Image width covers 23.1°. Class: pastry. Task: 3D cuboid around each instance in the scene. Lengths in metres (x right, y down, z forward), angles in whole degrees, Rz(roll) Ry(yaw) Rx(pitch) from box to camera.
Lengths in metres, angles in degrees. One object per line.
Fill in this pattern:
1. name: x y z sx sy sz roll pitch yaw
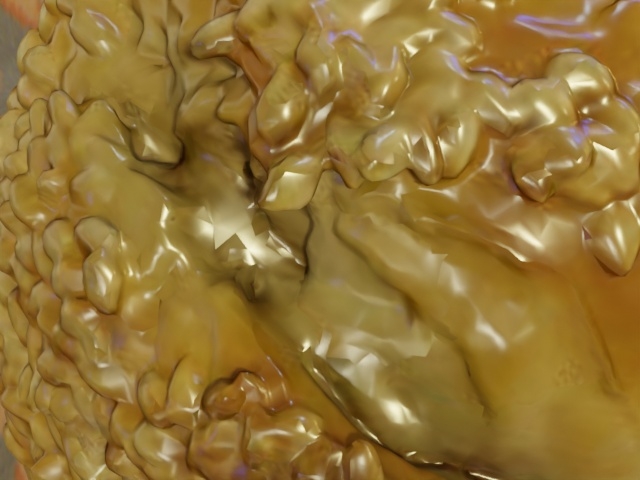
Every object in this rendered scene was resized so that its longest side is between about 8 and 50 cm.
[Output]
1. pastry: 0.000 0.000 0.500 0.316 0.184 0.284 -51 63 28
